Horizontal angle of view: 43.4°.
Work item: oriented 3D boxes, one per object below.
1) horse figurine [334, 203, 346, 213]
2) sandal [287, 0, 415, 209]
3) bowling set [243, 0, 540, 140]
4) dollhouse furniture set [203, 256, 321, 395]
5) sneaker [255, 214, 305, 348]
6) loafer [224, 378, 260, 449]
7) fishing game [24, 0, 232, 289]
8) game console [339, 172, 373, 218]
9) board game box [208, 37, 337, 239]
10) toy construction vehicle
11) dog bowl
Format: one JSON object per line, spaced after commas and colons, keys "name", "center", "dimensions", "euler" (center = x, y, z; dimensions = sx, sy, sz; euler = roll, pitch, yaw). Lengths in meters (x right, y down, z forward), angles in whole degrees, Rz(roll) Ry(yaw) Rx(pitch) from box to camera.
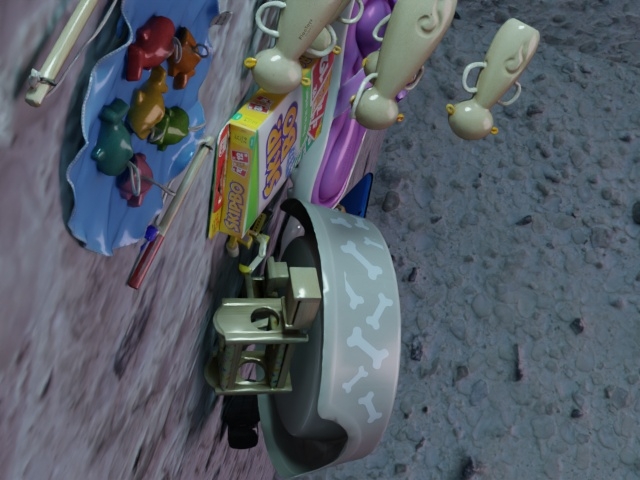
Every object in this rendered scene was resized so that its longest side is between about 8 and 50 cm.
{"name": "horse figurine", "center": [0.000, 0.000, 1.576], "dimensions": [0.174, 0.066, 0.263], "euler": [-49, 155, -74]}
{"name": "sandal", "center": [0.070, -0.201, 1.028], "dimensions": [0.169, 0.102, 0.416], "euler": [-35, 149, -51]}
{"name": "bowling set", "center": [0.055, -0.207, 0.813], "dimensions": [0.154, 0.287, 0.200], "euler": [-62, -152, 19]}
{"name": "dollhouse furniture set", "center": [-0.078, 0.060, 0.923], "dimensions": [0.182, 0.101, 0.161], "euler": [106, -21, -45]}
{"name": "sneaker", "center": [-0.031, 0.070, 1.236], "dimensions": [0.100, 0.108, 0.271], "euler": [95, 14, -75]}
{"name": "loafer", "center": [-0.118, 0.253, 1.225], "dimensions": [0.170, 0.062, 0.061], "euler": [106, -18, -47]}
{"name": "fishing game", "center": [-0.092, -0.076, 0.483], "dimensions": [0.264, 0.041, 0.189], "euler": [97, 14, -64]}
{"name": "game console", "center": [0.076, 0.049, 1.725], "dimensions": [0.250, 0.173, 0.293], "euler": [50, 42, -39]}
{"name": "board game box", "center": [-0.045, -0.110, 0.823], "dimensions": [0.259, 0.039, 0.124], "euler": [-55, 161, -50]}
{"name": "toy construction vehicle", "center": [-0.072, -0.018, 0.900], "dimensions": [0.086, 0.035, 0.098], "euler": [95, 13, -66]}
{"name": "dog bowl", "center": [0.001, 0.120, 1.019], "dimensions": [0.349, 0.102, 0.348], "euler": [-178, -90, -73]}
